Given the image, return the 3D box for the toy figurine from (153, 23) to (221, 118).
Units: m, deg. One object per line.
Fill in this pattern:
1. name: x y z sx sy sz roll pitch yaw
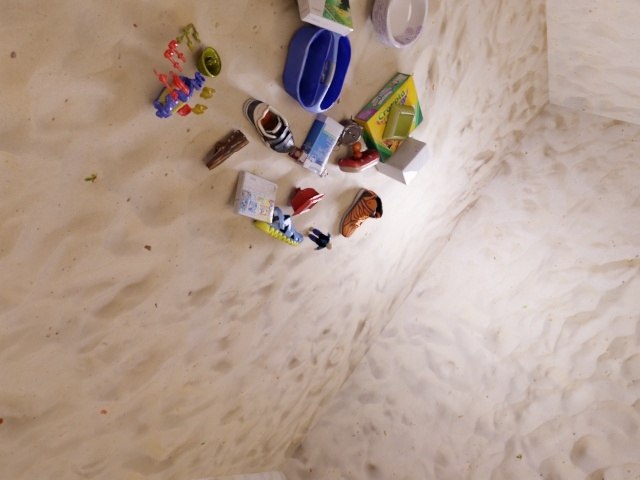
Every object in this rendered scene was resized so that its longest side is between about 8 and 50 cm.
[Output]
1. toy figurine: -0.490 -0.526 1.343 0.191 0.217 0.363 44 39 -38

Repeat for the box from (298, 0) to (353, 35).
1. box: 0.006 -0.947 1.478 0.232 0.058 0.322 -8 91 -43

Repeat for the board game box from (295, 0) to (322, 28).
1. board game box: -0.002 -0.948 1.623 0.145 0.027 0.281 -56 142 0

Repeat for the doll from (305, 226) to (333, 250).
1. doll: 0.000 0.000 2.189 0.129 0.189 0.046 -53 142 -3

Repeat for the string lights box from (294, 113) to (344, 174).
1. string lights box: -0.006 -0.462 1.936 0.133 0.076 0.260 17 104 -50

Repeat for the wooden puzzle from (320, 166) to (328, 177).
1. wooden puzzle: 0.013 -0.358 2.089 0.049 0.006 0.083 -45 141 -13

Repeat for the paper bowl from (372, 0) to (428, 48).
1. paper bowl: 0.347 -1.038 1.828 0.284 0.148 0.284 -27 134 -31

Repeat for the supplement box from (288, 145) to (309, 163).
1. supplement box: -0.102 -0.400 1.873 0.043 0.083 0.055 25 98 -51

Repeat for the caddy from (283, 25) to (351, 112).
1. caddy: -0.005 -0.705 1.655 0.241 0.179 0.341 -8 127 -41

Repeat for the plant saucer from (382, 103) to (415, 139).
1. plant saucer: 0.427 -0.618 2.131 0.188 0.045 0.188 -9 123 -41

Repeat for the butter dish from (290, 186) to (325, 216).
1. butter dish: -0.085 -0.214 2.010 0.160 0.118 0.160 -38 175 39

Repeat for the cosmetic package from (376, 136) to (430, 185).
1. cosmetic package: 0.465 -0.472 2.306 0.225 0.224 0.138 -49 142 -8

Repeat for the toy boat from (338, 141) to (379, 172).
1. toy boat: 0.193 -0.449 2.115 0.231 0.151 0.151 -31 119 -28

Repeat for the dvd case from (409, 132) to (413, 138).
1. dvd case: 0.535 -0.603 2.455 0.087 0.013 0.119 -37 138 -22

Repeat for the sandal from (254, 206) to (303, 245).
1. sandal: -0.181 -0.069 2.009 0.317 0.126 0.138 30 90 -53

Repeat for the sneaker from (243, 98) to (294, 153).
1. sneaker: -0.192 -0.461 1.704 0.126 0.127 0.321 -55 144 -2

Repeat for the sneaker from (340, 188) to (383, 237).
1. sneaker: 0.247 -0.137 2.356 0.124 0.180 0.321 11 108 -50

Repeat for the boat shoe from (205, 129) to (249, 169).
1. boat shoe: -0.386 -0.366 1.620 0.207 0.073 0.073 -43 103 -20

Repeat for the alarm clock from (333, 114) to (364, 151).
1. alarm clock: 0.132 -0.525 2.030 0.129 0.064 0.192 25 116 -41

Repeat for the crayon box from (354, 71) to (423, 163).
1. crayon box: 0.382 -0.659 2.177 0.363 0.106 0.313 -48 142 -9

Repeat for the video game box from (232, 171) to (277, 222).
1. video game box: -0.290 -0.190 1.807 0.205 0.048 0.187 16 78 -50
